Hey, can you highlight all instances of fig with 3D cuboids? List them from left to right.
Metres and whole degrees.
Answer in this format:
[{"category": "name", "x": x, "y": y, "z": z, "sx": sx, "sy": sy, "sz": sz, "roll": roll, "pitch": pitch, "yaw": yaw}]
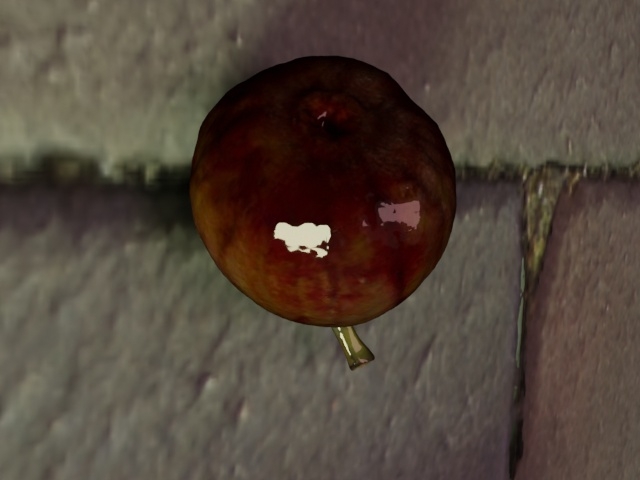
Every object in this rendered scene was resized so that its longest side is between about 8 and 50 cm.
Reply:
[{"category": "fig", "x": 0.000, "y": 0.000, "z": 0.369, "sx": 0.089, "sy": 0.088, "sz": 0.125, "roll": -54, "pitch": 161, "yaw": -33}]
